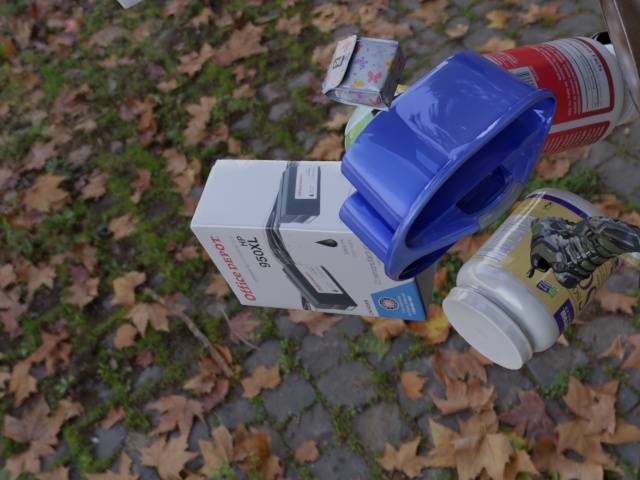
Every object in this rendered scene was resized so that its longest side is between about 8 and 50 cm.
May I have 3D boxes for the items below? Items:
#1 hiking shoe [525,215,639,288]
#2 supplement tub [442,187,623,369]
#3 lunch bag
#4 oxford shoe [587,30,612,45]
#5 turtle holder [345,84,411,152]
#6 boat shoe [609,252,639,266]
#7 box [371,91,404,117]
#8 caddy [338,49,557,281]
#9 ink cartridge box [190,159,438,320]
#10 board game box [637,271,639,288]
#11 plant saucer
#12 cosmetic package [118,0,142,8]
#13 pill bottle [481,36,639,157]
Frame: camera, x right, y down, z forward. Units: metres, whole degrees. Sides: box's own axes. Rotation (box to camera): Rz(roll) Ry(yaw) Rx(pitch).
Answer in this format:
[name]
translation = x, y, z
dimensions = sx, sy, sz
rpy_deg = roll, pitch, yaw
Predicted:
[hiking shoe]
translation = 0.423, 0.024, 1.212
dimensions = 0.227, 0.086, 0.114
rpy_deg = 3, 81, 62
[supplement tub]
translation = 0.436, 0.078, 1.590
dimensions = 0.331, 0.241, 0.241
rpy_deg = -45, 52, -15
[lunch bag]
translation = 0.046, -0.193, 0.877
dimensions = 0.083, 0.053, 0.071
rpy_deg = 15, 77, 27
[oxford shoe]
translation = 0.667, -0.462, 1.923
dimensions = 0.364, 0.133, 0.130
rpy_deg = -8, 59, 34
[turtle holder]
translation = 0.189, -0.281, 1.866
dimensions = 0.243, 0.320, 0.227
rpy_deg = 6, 52, -11
[boat shoe]
translation = 0.479, 0.013, 1.281
dimensions = 0.135, 0.050, 0.045
rpy_deg = 19, 89, 58
[box]
translation = 0.151, -0.261, 1.591
dimensions = 0.052, 0.083, 0.062
rpy_deg = -26, 91, -17
[caddy]
translation = 0.182, -0.091, 1.041
dimensions = 0.341, 0.241, 0.179
rpy_deg = -40, 66, -21
[ink cartridge box]
translation = 0.000, 0.000, 1.437
dimensions = 0.395, 0.285, 0.166
rpy_deg = 3, 55, 21
[board game box]
translation = 0.590, 0.061, 1.257
dimensions = 0.048, 0.170, 0.141
rpy_deg = -21, 44, -7
[plant saucer]
translation = 0.540, -0.365, 1.340
dimensions = 0.050, 0.310, 0.310
rpy_deg = -19, 46, 20
[cosmetic package]
translation = -0.119, -0.446, 0.832
dimensions = 0.385, 0.217, 0.156
rpy_deg = -20, 51, 17
[pill bottle]
translation = 0.461, -0.289, 1.573
dimensions = 0.408, 0.229, 0.229
rpy_deg = -15, 45, -20
